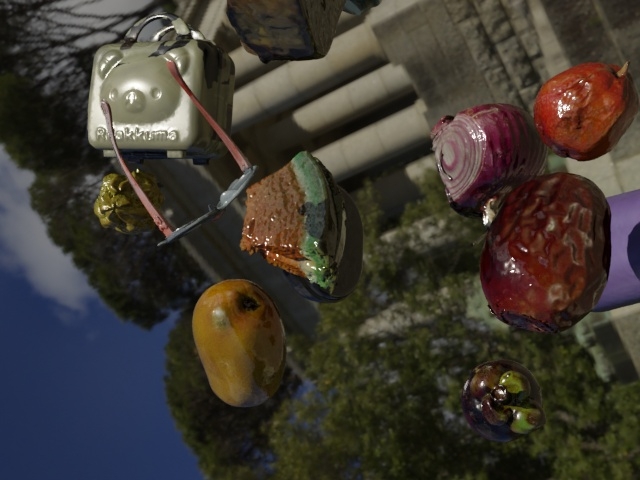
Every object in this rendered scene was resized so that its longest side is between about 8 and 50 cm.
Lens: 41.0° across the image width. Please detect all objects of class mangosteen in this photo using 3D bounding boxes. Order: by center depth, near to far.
[{"bbox_3d":[0.363,0.323,1.693,0.172,0.172,0.184,59,177,-19],"label":"mangosteen"}]

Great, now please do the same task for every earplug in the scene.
[{"bbox_3d":[0.594,-0.006,1.464,0.215,0.215,0.456,68,159,3],"label":"earplug"}]

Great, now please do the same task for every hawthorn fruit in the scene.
[{"bbox_3d":[0.470,-0.227,1.518,0.173,0.179,0.173,5,-98,-43],"label":"hawthorn fruit"}]

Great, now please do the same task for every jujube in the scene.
[{"bbox_3d":[0.327,0.016,1.239,0.183,0.183,0.243,46,-124,-41],"label":"jujube"}]

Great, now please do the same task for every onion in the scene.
[{"bbox_3d":[0.385,-0.184,1.877,0.272,0.230,0.256,56,-144,5],"label":"onion"}]

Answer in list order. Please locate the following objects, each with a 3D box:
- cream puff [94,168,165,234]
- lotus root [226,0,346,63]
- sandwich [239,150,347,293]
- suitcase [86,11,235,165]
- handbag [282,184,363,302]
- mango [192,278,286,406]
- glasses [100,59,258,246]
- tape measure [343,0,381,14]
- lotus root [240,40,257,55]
[{"bbox_3d":[-0.410,-0.073,1.814,0.121,0.156,0.156,56,-161,16],"label":"cream puff"},{"bbox_3d":[-0.033,-0.399,0.980,0.375,0.111,0.390,2,-92,-77],"label":"lotus root"},{"bbox_3d":[-0.049,-0.051,1.689,0.109,0.212,0.292,62,-144,-57],"label":"sandwich"},{"bbox_3d":[-0.371,-0.350,1.962,0.194,0.351,0.339,10,-96,-64],"label":"suitcase"},{"bbox_3d":[-0.001,0.001,2.073,0.254,0.093,0.308,23,-118,-41],"label":"handbag"},{"bbox_3d":[-0.169,0.226,1.790,0.173,0.211,0.317,-35,-40,-39],"label":"mango"},{"bbox_3d":[-0.247,-0.147,1.454,0.268,0.118,0.234,54,-131,-11],"label":"glasses"},{"bbox_3d":[0.018,-0.559,1.687,0.262,0.138,0.259,31,-175,8],"label":"tape measure"},{"bbox_3d":[-0.155,-0.533,2.190,0.112,0.122,0.081,-54,-25,-19],"label":"lotus root"}]
